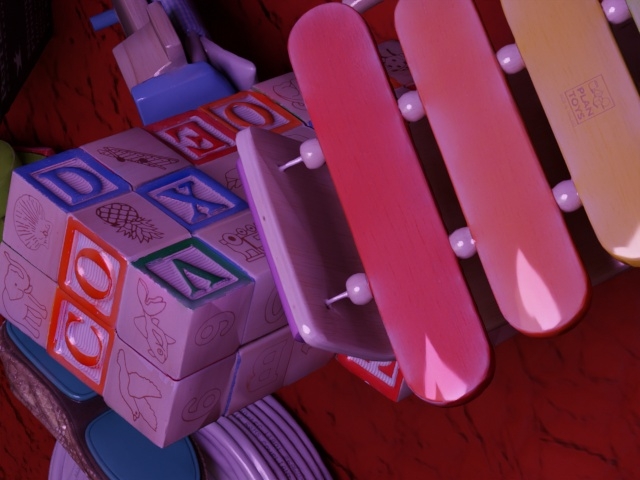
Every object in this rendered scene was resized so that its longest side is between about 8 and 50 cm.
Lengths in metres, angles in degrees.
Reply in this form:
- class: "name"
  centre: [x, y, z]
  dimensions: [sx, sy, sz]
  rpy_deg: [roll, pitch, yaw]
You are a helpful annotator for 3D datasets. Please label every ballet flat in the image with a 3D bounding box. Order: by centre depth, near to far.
- class: "ballet flat"
  centre: [-0.139, 0.122, 1.245]
  dimensions: [0.206, 0.073, 0.067]
  rpy_deg: [47, 148, 34]

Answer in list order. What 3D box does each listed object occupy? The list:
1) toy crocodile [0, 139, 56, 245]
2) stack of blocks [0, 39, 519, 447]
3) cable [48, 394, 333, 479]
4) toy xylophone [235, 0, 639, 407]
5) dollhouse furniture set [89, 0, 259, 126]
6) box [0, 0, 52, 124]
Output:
- class: "toy crocodile"
  centre: [-0.154, -0.010, 1.287]
  dimensions: [0.340, 0.105, 0.115]
  rpy_deg: [17, 148, 36]
- class: "stack of blocks"
  centre: [0.000, 0.000, 1.002]
  dimensions: [0.171, 0.297, 0.087]
  rpy_deg: [35, 128, 29]
- class: "cable"
  centre: [-0.079, 0.212, 1.317]
  dimensions: [0.257, 0.089, 0.257]
  rpy_deg: [55, 134, 13]
- class: "toy xylophone"
  centre: [0.110, -0.076, 0.868]
  dimensions: [0.322, 0.081, 0.236]
  rpy_deg: [-33, 63, 11]
- class: "dollhouse furniture set"
  centre: [-0.061, -0.209, 1.136]
  dimensions: [0.303, 0.198, 0.286]
  rpy_deg: [75, 170, -54]
- class: "box"
  centre: [-0.272, -0.175, 1.207]
  dimensions: [0.167, 0.203, 0.169]
  rpy_deg: [-1, 113, 2]
